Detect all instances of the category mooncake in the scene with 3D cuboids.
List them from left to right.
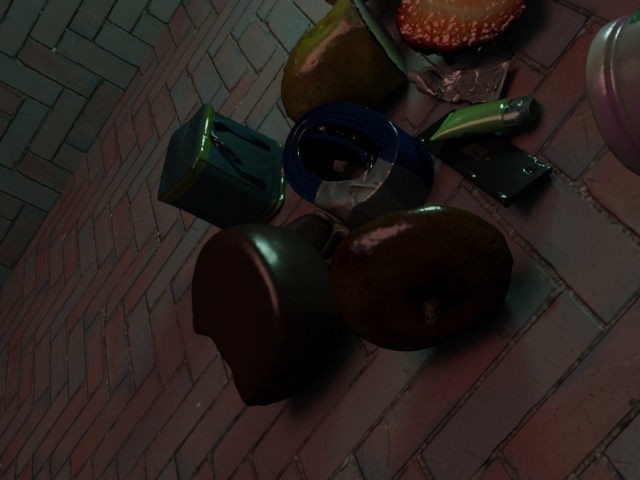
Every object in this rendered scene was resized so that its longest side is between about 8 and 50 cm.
[{"bbox_3d":[-0.099,0.135,1.558,0.326,0.174,0.333,4,96,49],"label":"mooncake"}]

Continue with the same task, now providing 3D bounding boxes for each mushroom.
[{"bbox_3d":[0.135,0.043,1.254,0.267,0.267,0.254,-56,30,11],"label":"mushroom"}]

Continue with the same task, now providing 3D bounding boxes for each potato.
[{"bbox_3d":[0.033,-0.344,1.757,0.266,0.229,0.229,-37,36,16],"label":"potato"}]

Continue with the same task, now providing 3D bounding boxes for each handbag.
[{"bbox_3d":[-0.233,-0.163,2.009,0.222,0.241,0.263,-37,36,37],"label":"handbag"}]

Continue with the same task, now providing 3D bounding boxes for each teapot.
[{"bbox_3d":[-0.008,-0.007,1.661,0.108,0.111,0.149,-49,18,-16],"label":"teapot"}]

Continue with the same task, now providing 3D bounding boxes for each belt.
[{"bbox_3d":[0.060,-0.145,1.612,0.347,0.117,0.212,31,90,52],"label":"belt"}]

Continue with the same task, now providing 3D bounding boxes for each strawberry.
[{"bbox_3d":[0.279,-0.428,1.562,0.306,0.138,0.233,44,116,40],"label":"strawberry"}]

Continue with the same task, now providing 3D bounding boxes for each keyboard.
[{"bbox_3d":[0.263,-0.142,1.392,0.106,0.027,0.317,-35,31,-2],"label":"keyboard"}]

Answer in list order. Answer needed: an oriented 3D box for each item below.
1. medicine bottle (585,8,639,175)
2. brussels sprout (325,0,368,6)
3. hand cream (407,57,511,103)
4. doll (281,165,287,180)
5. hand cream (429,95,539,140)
[{"bbox_3d":[0.486,-0.202,0.931,0.325,0.212,0.211,-18,51,53],"label":"medicine bottle"},{"bbox_3d":[0.124,-0.671,1.861,0.268,0.344,0.344,38,100,26],"label":"brussels sprout"},{"bbox_3d":[0.250,-0.291,1.549,0.257,0.050,0.084,17,82,54],"label":"hand cream"},{"bbox_3d":[-0.030,-0.149,1.852,0.091,0.067,0.219,-52,29,4],"label":"doll"},{"bbox_3d":[0.274,-0.202,1.399,0.175,0.046,0.095,-8,32,40],"label":"hand cream"}]
